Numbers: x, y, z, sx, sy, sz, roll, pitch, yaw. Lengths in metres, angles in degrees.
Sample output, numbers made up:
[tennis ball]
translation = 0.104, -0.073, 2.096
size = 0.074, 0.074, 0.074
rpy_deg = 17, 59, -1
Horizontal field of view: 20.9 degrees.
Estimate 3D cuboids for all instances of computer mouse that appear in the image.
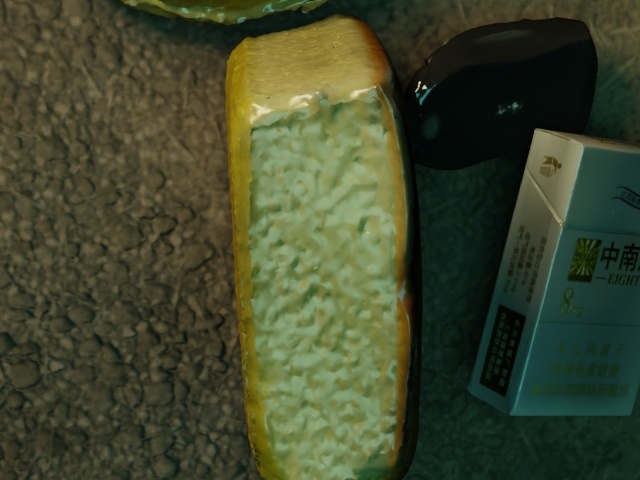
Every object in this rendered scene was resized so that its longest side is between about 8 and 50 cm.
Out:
[computer mouse]
translation = 0.145, -0.124, 1.479
size = 0.217, 0.073, 0.122
rpy_deg = -11, 123, -30

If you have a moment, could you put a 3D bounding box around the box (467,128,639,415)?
[box]
translation = 0.230, 0.031, 1.516
size = 0.155, 0.067, 0.243
rpy_deg = 3, 105, -39

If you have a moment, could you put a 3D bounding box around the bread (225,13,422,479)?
[bread]
translation = 0.000, 0.000, 1.387
size = 0.143, 0.333, 0.323
rpy_deg = -4, 106, -3

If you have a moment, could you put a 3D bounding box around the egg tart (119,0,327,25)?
[egg tart]
translation = -0.083, -0.327, 1.403
size = 0.341, 0.132, 0.341
rpy_deg = -2, 103, -7
